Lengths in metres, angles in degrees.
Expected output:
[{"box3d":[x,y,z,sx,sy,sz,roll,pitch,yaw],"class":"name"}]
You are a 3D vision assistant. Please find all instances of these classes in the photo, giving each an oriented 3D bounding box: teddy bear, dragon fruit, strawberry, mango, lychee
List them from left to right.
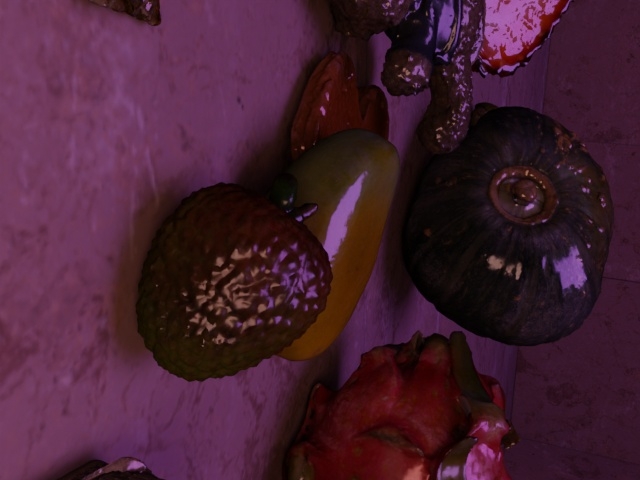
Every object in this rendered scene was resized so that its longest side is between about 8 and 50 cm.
[{"box3d":[-0.051,0.021,0.453,0.146,0.114,0.114,-51,148,-19],"class":"lychee"},{"box3d":[0.000,0.000,0.570,0.195,0.092,0.130,-58,146,-9],"class":"mango"},{"box3d":[0.086,0.237,0.733,0.237,0.231,0.303,46,43,-50],"class":"dragon fruit"},{"box3d":[0.088,-0.209,0.684,0.251,0.129,0.182,37,21,-52],"class":"teddy bear"},{"box3d":[0.241,-0.334,1.007,0.236,0.111,0.190,-31,113,-17],"class":"strawberry"}]

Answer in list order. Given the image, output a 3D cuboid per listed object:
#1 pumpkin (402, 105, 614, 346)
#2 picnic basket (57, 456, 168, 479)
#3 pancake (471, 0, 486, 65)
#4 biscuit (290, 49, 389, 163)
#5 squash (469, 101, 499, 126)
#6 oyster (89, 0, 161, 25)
[{"box3d":[0.270,-0.021,1.023,0.328,0.291,0.257,-57,175,-22],"class":"pumpkin"},{"box3d":[-0.121,0.211,0.382,0.115,0.079,0.164,-18,114,-67],"class":"picnic basket"},{"box3d":[0.152,-0.269,0.895,0.151,0.025,0.152,-10,108,-35],"class":"pancake"},{"box3d":[0.023,-0.102,0.699,0.192,0.036,0.186,62,38,-56],"class":"biscuit"},{"box3d":[0.359,-0.181,1.465,0.341,0.094,0.094,43,58,-66],"class":"squash"},{"box3d":[-0.101,-0.143,0.372,0.093,0.034,0.051,-16,120,-72],"class":"oyster"}]
